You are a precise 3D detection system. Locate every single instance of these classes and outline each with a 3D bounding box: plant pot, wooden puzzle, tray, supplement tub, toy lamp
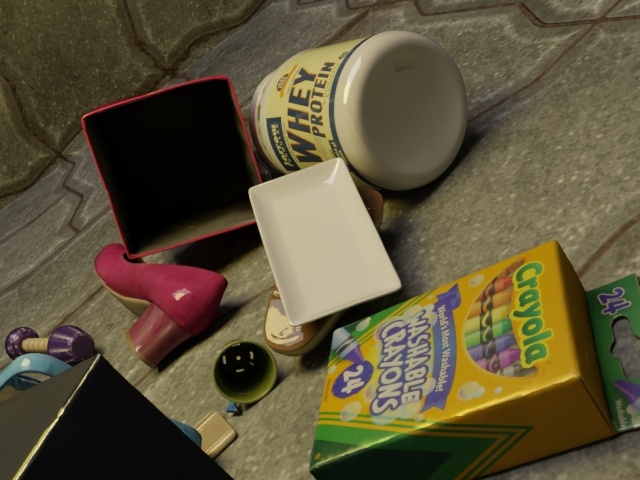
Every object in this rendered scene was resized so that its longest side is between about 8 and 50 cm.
[{"bbox_3d":[-0.103,0.163,1.099,0.083,0.083,0.079,-39,12,-5],"label":"plant pot"},{"bbox_3d":[-0.144,0.254,1.057,0.116,0.014,0.078,-39,29,-6],"label":"wooden puzzle"},{"bbox_3d":[0.000,0.000,1.103,0.145,0.030,0.270,-20,45,-1],"label":"tray"},{"bbox_3d":[0.048,-0.199,1.339,0.235,0.235,0.325,-47,26,-21],"label":"supplement tub"},{"bbox_3d":[-0.499,0.195,1.551,0.275,0.080,0.080,-5,39,51],"label":"toy lamp"}]

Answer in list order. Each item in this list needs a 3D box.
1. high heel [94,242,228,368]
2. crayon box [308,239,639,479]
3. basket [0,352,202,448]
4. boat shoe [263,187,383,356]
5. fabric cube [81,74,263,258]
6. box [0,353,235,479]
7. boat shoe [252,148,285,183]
[{"bbox_3d":[-0.268,0.060,1.428,0.181,0.127,0.377,-44,38,0],"label":"high heel"},{"bbox_3d":[0.153,0.123,0.815,0.323,0.083,0.203,-25,27,23],"label":"crayon box"},{"bbox_3d":[-0.322,0.256,0.997,0.289,0.255,0.201,-32,36,27],"label":"basket"},{"bbox_3d":[0.019,0.052,1.133,0.105,0.089,0.285,14,53,27],"label":"boat shoe"},{"bbox_3d":[-0.254,-0.144,1.492,0.254,0.259,0.258,-17,15,-6],"label":"fabric cube"},{"bbox_3d":[-0.208,0.287,0.711,0.296,0.294,0.182,-26,26,33],"label":"box"},{"bbox_3d":[-0.099,-0.134,1.620,0.070,0.077,0.219,-17,21,-8],"label":"boat shoe"}]
